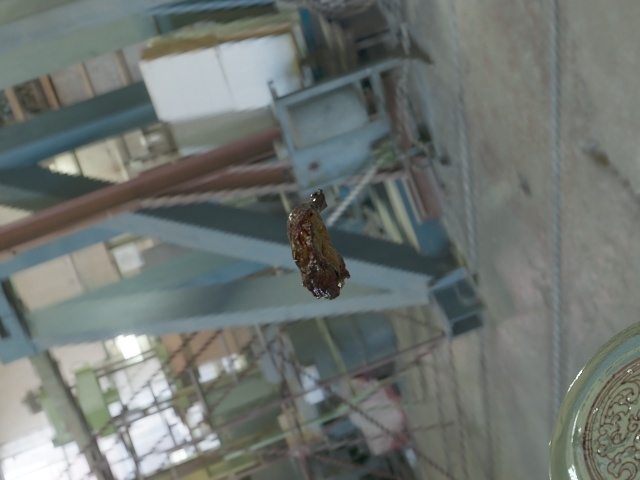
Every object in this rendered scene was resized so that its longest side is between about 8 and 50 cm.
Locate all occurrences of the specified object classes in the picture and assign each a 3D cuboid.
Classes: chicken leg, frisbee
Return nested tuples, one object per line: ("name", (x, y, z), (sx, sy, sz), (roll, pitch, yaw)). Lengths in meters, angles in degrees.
("chicken leg", (-0.004, -0.002, 0.991), (0.062, 0.037, 0.145), (29, -149, -35))
("frisbee", (0.135, 0.076, 0.449), (0.014, 0.110, 0.110), (35, -167, -32))
